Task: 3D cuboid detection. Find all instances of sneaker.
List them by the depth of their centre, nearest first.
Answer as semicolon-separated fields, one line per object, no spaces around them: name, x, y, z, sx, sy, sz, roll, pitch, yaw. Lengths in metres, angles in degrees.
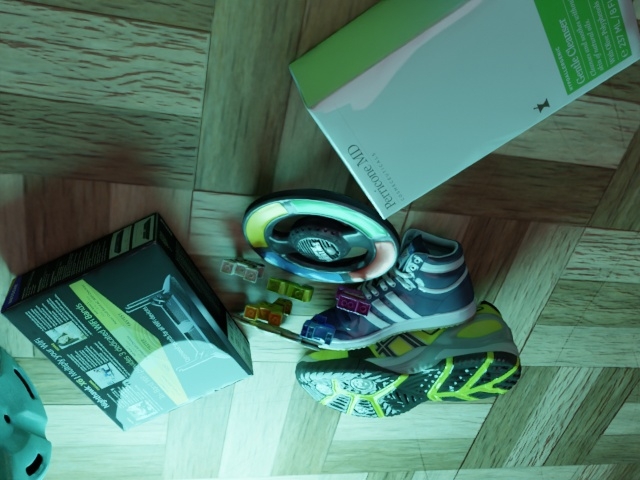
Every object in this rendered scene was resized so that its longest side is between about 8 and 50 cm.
sneaker;0.103;0.075;0.952;0.282;0.099;0.153;-12;118;3
sneaker;0.144;0.204;1.033;0.384;0.147;0.145;-9;130;16

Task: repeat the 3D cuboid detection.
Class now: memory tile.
memory tile;-0.071;0.143;0.938;0.113;0.148;0.012;21;82;-27

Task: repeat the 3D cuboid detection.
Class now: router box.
router box;-0.278;0.138;0.915;0.242;0.081;0.309;-24;126;3

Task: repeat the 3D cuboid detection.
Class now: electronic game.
electronic game;0.000;0.000;0.850;0.229;0.048;0.229;9;149;6

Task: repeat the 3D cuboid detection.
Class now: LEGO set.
LEGO set;-0.039;0.093;0.910;0.227;0.093;0.087;17;99;8

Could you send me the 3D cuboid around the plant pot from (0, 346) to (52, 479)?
plant pot;-0.600;0.315;0.834;0.334;0.341;0.341;-30;126;-2

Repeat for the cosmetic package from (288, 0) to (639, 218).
cosmetic package;0.167;-0.219;0.729;0.365;0.155;0.197;-34;125;9
